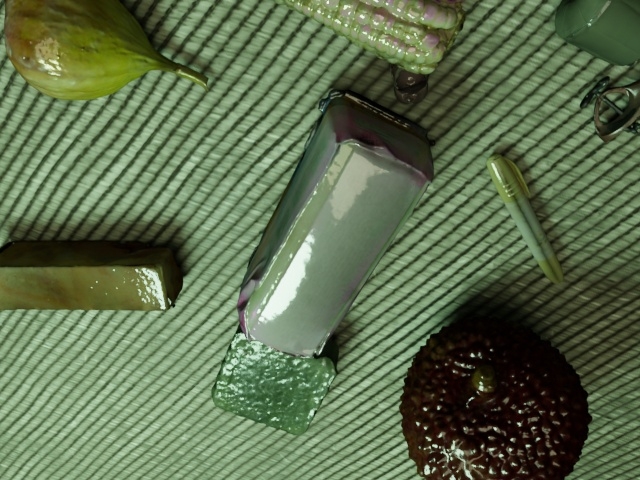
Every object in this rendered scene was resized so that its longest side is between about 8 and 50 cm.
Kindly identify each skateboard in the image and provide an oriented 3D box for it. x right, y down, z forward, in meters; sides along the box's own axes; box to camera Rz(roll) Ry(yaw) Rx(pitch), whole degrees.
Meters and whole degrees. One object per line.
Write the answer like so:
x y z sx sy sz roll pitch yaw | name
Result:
0.398 -0.193 0.673 0.080 0.067 0.151 37 120 -1 | skateboard

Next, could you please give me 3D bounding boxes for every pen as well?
0.303 -0.030 0.784 0.040 0.032 0.233 -37 110 -2 | pen

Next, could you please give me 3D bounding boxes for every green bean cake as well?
-0.075 0.223 0.921 0.183 0.094 0.185 22 122 -3 | green bean cake

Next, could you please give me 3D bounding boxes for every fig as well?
-0.270 -0.243 0.702 0.257 0.159 0.159 14 120 -20 | fig

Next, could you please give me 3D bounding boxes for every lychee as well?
0.249 0.254 0.806 0.275 0.276 0.304 -12 140 13 | lychee

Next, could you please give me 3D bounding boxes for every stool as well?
0.338 -0.260 0.624 0.110 0.096 0.096 25 118 -13 | stool

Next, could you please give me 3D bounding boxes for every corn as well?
0.011 -0.308 0.626 0.335 0.127 0.127 24 118 -4 | corn

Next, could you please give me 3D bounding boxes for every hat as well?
0.119 -0.219 0.709 0.058 0.042 0.087 -4 83 6 | hat

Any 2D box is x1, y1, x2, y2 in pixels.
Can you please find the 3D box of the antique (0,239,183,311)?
-0.381 0.056 0.880 0.309 0.093 0.088 -1 117 8 | antique

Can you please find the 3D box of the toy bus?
0.000 0.000 0.764 0.171 0.162 0.386 25 118 -7 | toy bus
